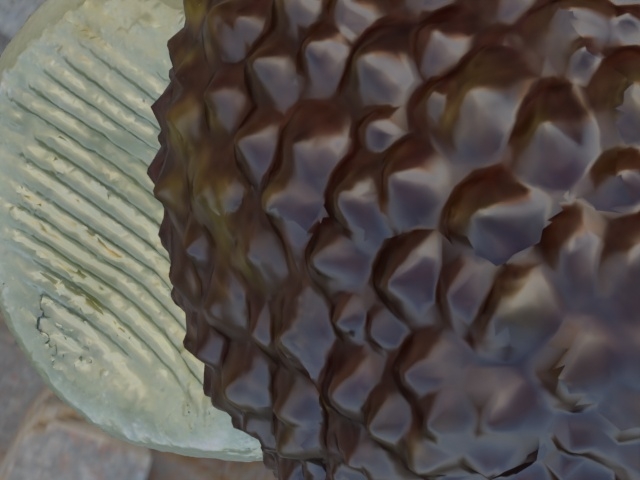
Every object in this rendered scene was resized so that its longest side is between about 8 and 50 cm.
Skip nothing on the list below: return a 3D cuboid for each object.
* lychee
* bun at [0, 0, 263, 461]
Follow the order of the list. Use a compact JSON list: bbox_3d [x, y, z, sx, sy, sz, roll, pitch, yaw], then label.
[{"bbox_3d":[0.073,-0.015,0.470,0.236,0.271,0.236,-3,104,-13],"label":"lychee"},{"bbox_3d":[-0.048,-0.015,0.815,0.231,0.133,0.231,7,103,29],"label":"bun"}]
